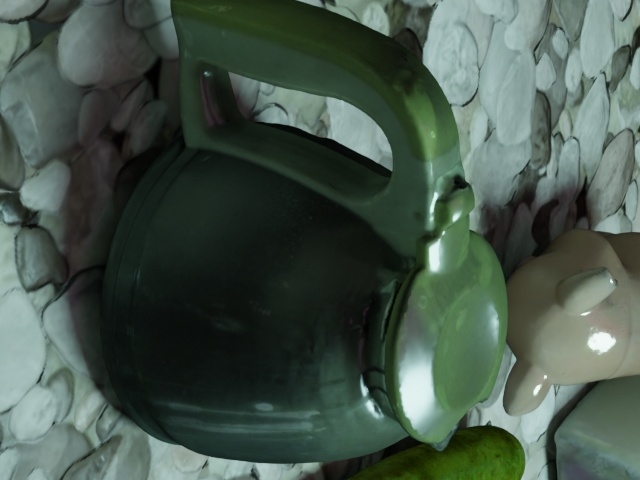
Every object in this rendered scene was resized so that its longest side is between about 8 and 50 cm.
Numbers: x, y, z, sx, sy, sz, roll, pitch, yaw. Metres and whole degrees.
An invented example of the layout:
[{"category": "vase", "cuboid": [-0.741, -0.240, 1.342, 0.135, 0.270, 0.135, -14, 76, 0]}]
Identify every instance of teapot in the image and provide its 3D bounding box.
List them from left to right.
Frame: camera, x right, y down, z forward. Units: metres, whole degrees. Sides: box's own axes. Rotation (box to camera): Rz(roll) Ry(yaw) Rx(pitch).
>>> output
[{"category": "teapot", "cuboid": [0.012, 0.005, 1.121, 0.239, 0.239, 0.321, 4, 96, -57]}]

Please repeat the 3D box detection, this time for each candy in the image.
[{"category": "candy", "cuboid": [0.400, 0.228, 1.841, 0.359, 0.145, 0.208, -36, 128, -44]}]

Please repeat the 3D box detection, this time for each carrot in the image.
[{"category": "carrot", "cuboid": [0.064, 0.223, 1.419, 0.358, 0.074, 0.074, -10, 108, -51]}]

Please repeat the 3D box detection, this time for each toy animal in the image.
[{"category": "toy animal", "cuboid": [0.268, 0.068, 1.592, 0.250, 0.154, 0.166, -14, 120, -50]}]

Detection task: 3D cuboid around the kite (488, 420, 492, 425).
[{"category": "kite", "cuboid": [0.121, 0.354, 1.587, 0.406, 0.014, 0.368, 28, 76, -55]}]
